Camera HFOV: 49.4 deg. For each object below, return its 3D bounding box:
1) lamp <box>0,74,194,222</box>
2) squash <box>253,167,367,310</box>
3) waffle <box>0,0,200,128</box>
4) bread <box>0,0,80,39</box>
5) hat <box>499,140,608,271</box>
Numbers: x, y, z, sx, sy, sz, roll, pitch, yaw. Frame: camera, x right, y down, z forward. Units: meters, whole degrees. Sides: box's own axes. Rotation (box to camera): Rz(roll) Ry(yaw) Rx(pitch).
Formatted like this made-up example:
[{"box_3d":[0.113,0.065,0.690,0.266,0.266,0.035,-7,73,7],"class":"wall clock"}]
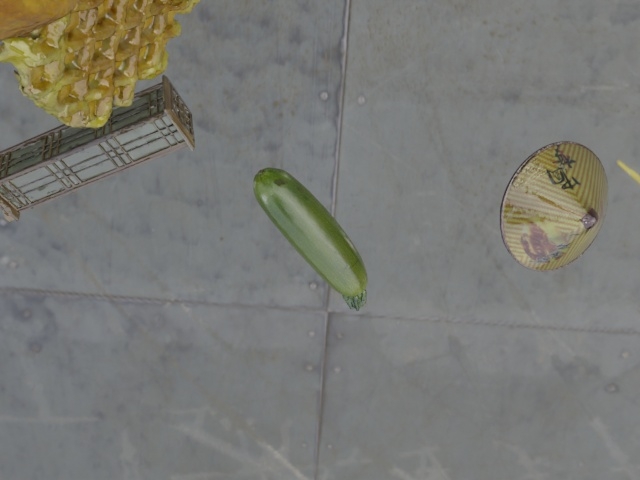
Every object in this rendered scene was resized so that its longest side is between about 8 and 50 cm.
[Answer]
[{"box_3d":[-0.354,-0.135,1.053,0.325,0.090,0.089,-20,139,10],"class":"lamp"},{"box_3d":[0.000,0.000,0.922,0.066,0.066,0.252,-29,118,21],"class":"squash"},{"box_3d":[-0.238,-0.275,0.817,0.068,0.325,0.302,35,88,5],"class":"waffle"},{"box_3d":[-0.236,-0.228,0.411,0.145,0.268,0.269,-7,125,11],"class":"bread"},{"box_3d":[0.349,-0.037,0.962,0.193,0.082,0.193,-6,108,-20],"class":"hat"}]
